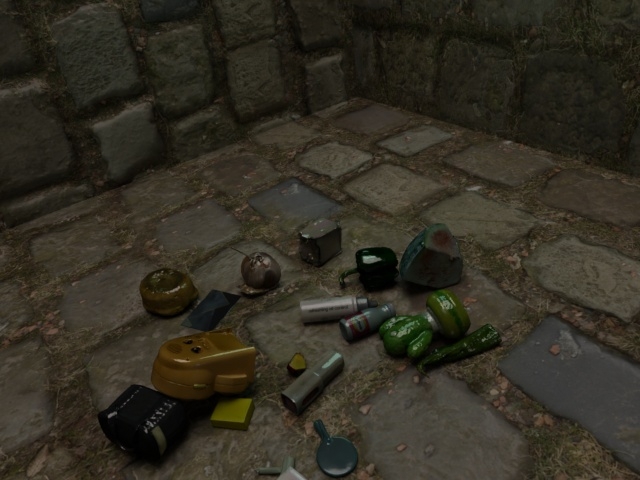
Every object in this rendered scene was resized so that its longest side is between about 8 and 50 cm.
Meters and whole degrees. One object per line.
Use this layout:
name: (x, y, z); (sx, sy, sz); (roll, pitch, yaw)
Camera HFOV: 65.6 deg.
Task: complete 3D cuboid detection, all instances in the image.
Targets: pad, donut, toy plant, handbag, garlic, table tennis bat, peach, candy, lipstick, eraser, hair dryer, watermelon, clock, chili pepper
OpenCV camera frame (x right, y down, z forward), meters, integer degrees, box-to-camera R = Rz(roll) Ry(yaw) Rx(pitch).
pad: (-0.470, 0.300, 2.149); (0.163, 0.004, 0.243); (9, 38, 23)
donut: (-0.678, 0.226, 2.192); (0.261, 0.128, 0.208); (10, 39, 27)
toy plant: (0.375, 0.322, 1.823); (0.315, 0.185, 0.224); (-27, 29, -1)
handbag: (-0.571, 0.590, 1.593); (0.254, 0.181, 0.181); (12, 31, 26)
garlic: (-0.312, 0.139, 2.188); (0.207, 0.256, 0.207); (-25, 52, 37)
table tennis bat: (0.034, 0.634, 1.531); (0.124, 0.033, 0.201); (-20, 38, -20)
peach: (-0.092, 0.450, 1.806); (0.077, 0.050, 0.083); (3, 38, -26)
candy: (0.000, 0.000, 2.332); (0.195, 0.185, 0.137); (-32, 45, -31)
lipstick: (-0.021, 0.485, 1.719); (0.077, 0.079, 0.253); (21, 42, 37)
eraser: (-0.294, 0.579, 1.666); (0.122, 0.045, 0.097); (-1, 34, 13)
hair dryer: (-0.139, 0.686, 1.492); (0.124, 0.038, 0.063); (-8, 32, 13)
watermelon: (0.489, 0.085, 2.106); (0.258, 0.228, 0.387); (42, 28, 12)
clock: (-0.409, 0.423, 1.694); (0.316, 0.200, 0.244); (4, 10, -37)
chili pepper: (0.201, 0.120, 2.137); (0.260, 0.165, 0.174); (-10, 46, 0)
chili pepper: (0.482, 0.392, 1.751); (0.359, 0.076, 0.085); (-20, 57, -21)

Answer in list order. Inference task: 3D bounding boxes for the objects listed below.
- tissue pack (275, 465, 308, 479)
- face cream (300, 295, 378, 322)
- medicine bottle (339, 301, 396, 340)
tissue pack: (-0.100, 0.782, 1.196); (0.266, 0.194, 0.356); (24, 47, 37)
face cream: (0.076, 0.272, 2.000); (0.311, 0.092, 0.092); (-6, 34, 1)
medicine bottle: (0.184, 0.308, 1.920); (0.216, 0.091, 0.090); (-20, 36, -18)
